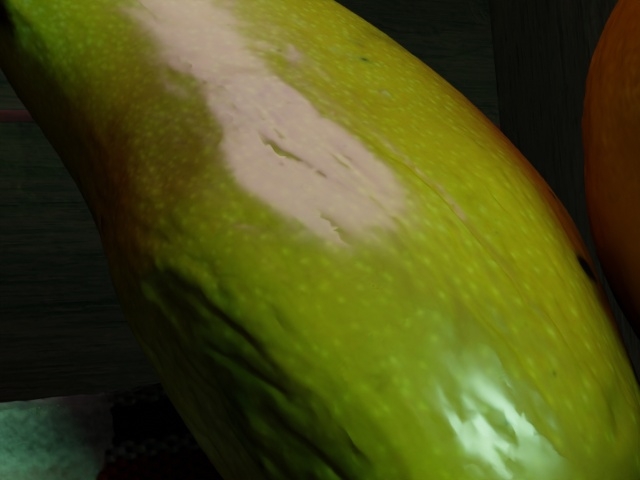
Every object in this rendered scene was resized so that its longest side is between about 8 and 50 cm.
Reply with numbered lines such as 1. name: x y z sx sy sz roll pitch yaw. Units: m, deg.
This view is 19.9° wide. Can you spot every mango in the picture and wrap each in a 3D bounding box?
1. mango: 0.002 -0.001 0.682 0.187 0.359 0.144 13 -58 -46

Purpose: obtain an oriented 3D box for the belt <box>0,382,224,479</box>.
1. belt: -0.126 0.105 0.689 0.126 0.094 0.360 -24 -17 41

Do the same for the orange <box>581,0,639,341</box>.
1. orange: 0.246 -0.033 0.651 0.312 0.312 0.312 -5 -4 0
